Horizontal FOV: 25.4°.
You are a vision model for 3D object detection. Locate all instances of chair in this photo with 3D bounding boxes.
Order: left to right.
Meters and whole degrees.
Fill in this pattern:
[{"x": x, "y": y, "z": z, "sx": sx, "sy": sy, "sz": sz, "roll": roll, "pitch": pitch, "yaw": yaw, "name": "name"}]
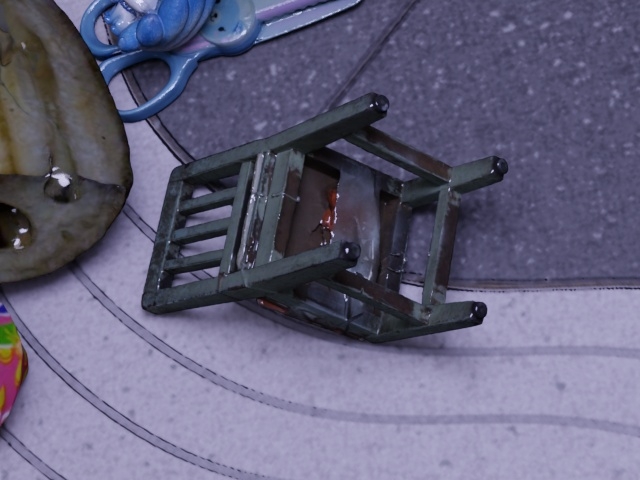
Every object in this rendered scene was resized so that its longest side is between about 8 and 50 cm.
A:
[{"x": 0.000, "y": 0.000, "z": 1.108, "sx": 0.270, "sy": 0.147, "sz": 0.136, "roll": -17, "pitch": 56, "yaw": 51, "name": "chair"}]

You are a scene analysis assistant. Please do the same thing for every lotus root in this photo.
[{"x": -0.298, "y": -0.104, "z": 1.189, "sx": 0.210, "sy": 0.142, "sz": 0.314, "roll": -9, "pitch": 56, "yaw": -35, "name": "lotus root"}]

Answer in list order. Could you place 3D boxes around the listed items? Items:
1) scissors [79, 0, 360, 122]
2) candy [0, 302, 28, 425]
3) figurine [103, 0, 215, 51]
[{"x": -0.083, "y": -0.187, "z": 1.230, "sx": 0.256, "sy": 0.030, "sz": 0.125, "roll": -16, "pitch": 68, "yaw": 7, "name": "scissors"}, {"x": -0.307, "y": 0.217, "z": 1.094, "sx": 0.124, "sy": 0.124, "sz": 0.365, "roll": 6, "pitch": 79, "yaw": 12, "name": "candy"}, {"x": -0.128, "y": -0.204, "z": 1.185, "sx": 0.079, "sy": 0.114, "sz": 0.114, "roll": 45, "pitch": 80, "yaw": -18, "name": "figurine"}]
